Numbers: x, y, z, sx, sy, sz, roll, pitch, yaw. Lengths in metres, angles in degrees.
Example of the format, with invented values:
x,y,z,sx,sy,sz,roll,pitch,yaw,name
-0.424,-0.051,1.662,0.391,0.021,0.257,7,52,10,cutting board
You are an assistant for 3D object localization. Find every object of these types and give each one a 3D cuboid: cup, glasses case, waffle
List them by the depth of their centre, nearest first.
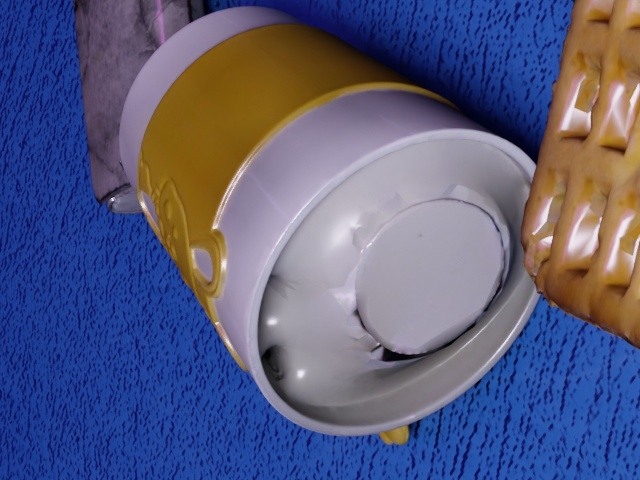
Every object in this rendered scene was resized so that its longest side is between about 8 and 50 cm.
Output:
x,y,z,sx,sy,sz,roll,pitch,yaw,name
0.192,-0.107,0.838,0.224,0.098,0.327,-147,69,-71,waffle
0.000,0.000,1.065,0.226,0.185,0.241,45,151,46,cup
-0.121,-0.176,1.276,0.114,0.060,0.299,-22,71,45,glasses case

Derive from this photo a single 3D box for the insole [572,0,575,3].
x,y,z,sx,sy,sz,roll,pitch,yaw,name
0.180,-0.124,0.979,0.232,0.003,0.080,42,117,42,insole
